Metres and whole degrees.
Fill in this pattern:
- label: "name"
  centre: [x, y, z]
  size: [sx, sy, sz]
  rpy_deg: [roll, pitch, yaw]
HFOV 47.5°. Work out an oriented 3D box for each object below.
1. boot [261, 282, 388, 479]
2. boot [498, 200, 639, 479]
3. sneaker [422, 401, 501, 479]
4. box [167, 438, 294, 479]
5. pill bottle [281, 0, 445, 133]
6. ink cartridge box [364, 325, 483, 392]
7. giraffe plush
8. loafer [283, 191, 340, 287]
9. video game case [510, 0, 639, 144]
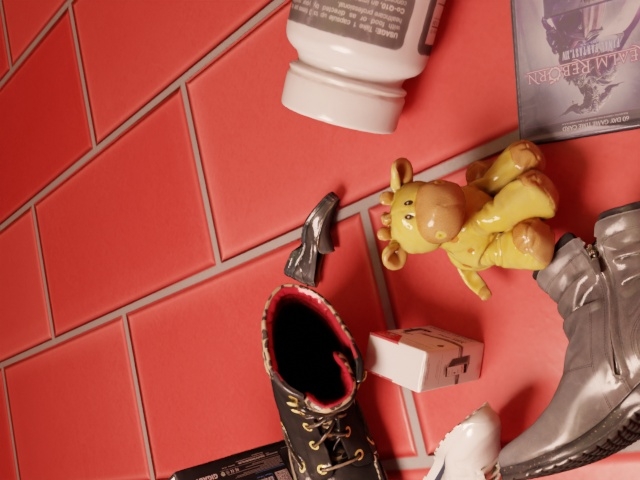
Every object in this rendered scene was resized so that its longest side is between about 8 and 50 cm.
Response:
- label: "boot"
  centre: [0.011, 0.258, 1.040]
  size: [0.284, 0.138, 0.378]
  rpy_deg: [90, 161, -63]
- label: "boot"
  centre: [0.308, 0.125, 0.852]
  size: [0.338, 0.118, 0.223]
  rpy_deg: [-44, 54, 31]
- label: "sneaker"
  centre: [0.201, 0.301, 0.947]
  size: [0.095, 0.090, 0.235]
  rpy_deg: [48, 149, 35]
- label: "box"
  centre: [-0.058, 0.457, 1.095]
  size: [0.073, 0.295, 0.293]
  rpy_deg: [-50, 59, 32]
- label: "pill bottle"
  centre: [0.069, -0.342, 0.986]
  size: [0.204, 0.204, 0.361]
  rpy_deg: [31, 113, 41]
- label: "ink cartridge box"
  centre: [0.142, 0.157, 0.988]
  size: [0.099, 0.135, 0.056]
  rpy_deg: [14, 99, 44]
- label: "giraffe plush"
  centre: [0.163, -0.032, 0.900]
  size: [0.210, 0.170, 0.182]
  rpy_deg: [129, 144, -48]
- label: "loafer"
  centre: [0.000, 0.000, 1.189]
  size: [0.061, 0.062, 0.170]
  rpy_deg: [32, 120, 16]
- label: "video game case"
  centre: [0.318, -0.262, 0.863]
  size: [0.196, 0.026, 0.275]
  rpy_deg: [-4, 88, 46]
